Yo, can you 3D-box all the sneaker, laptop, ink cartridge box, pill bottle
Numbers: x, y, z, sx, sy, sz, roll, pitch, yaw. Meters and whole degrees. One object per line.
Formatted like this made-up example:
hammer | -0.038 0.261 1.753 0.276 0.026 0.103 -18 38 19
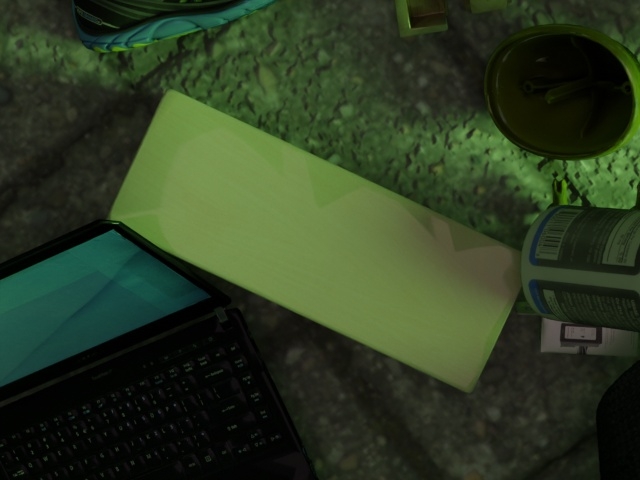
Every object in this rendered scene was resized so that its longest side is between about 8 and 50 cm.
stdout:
sneaker | -0.085 -0.184 1.036 0.188 0.067 0.078 -14 103 10
laptop | -0.159 0.133 1.039 0.234 0.136 0.264 -23 95 18
ink cartridge box | 0.177 0.061 1.054 0.083 0.048 0.028 3 98 6
pill bottle | 0.202 0.019 0.956 0.137 0.078 0.078 7 102 46

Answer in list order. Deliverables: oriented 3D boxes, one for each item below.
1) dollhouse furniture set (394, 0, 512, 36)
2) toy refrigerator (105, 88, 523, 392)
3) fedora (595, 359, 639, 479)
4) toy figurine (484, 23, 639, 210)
dollhouse furniture set | 0.130 -0.236 1.013 0.182 0.101 0.161 -7 122 6
toy refrigerator | 0.000 0.000 1.042 0.269 0.094 0.102 24 91 1
fedora | 0.302 0.130 0.974 0.334 0.334 0.152 -17 66 8
toy figurine | 0.314 -0.102 0.982 0.362 0.217 0.191 1 120 49
